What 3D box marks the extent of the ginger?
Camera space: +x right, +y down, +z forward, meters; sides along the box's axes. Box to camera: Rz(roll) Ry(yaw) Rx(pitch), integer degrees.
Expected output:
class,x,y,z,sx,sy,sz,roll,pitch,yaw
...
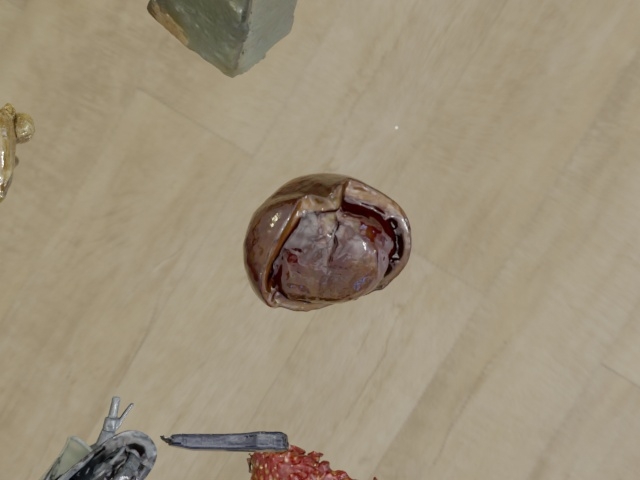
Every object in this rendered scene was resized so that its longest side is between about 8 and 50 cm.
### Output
class,x,y,z,sx,sy,sz,roll,pitch,yaw
ginger,-0.439,-0.089,1.615,0.052,0.193,0.176,11,100,19

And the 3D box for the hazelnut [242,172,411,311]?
class,x,y,z,sx,sy,sz,roll,pitch,yaw
hazelnut,0.000,0.007,1.491,0.202,0.160,0.170,-31,118,-34

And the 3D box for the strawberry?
class,x,y,z,sx,sy,sz,roll,pitch,yaw
strawberry,0.006,0.418,1.704,0.306,0.138,0.233,19,127,20

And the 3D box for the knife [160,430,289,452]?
class,x,y,z,sx,sy,sz,roll,pitch,yaw
knife,-0.090,0.190,1.168,0.121,0.031,0.018,0,73,-4

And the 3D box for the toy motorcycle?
class,x,y,z,sx,sy,sz,roll,pitch,yaw
toy motorcycle,-0.240,0.249,1.085,0.263,0.157,0.091,-43,101,7

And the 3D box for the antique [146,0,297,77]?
class,x,y,z,sx,sy,sz,roll,pitch,yaw
antique,-0.092,-0.328,1.457,0.150,0.284,0.125,43,61,4
